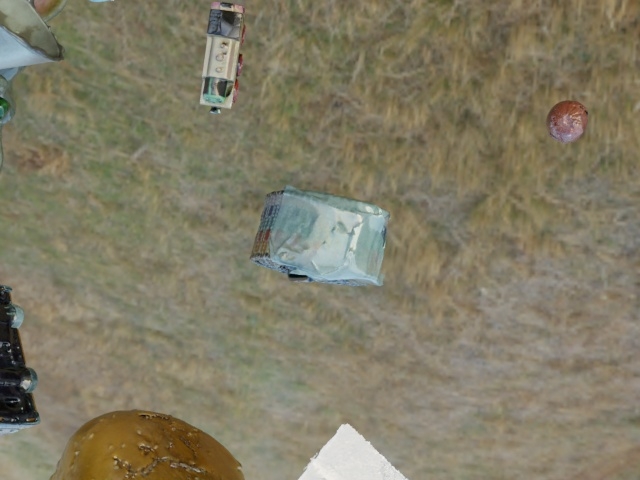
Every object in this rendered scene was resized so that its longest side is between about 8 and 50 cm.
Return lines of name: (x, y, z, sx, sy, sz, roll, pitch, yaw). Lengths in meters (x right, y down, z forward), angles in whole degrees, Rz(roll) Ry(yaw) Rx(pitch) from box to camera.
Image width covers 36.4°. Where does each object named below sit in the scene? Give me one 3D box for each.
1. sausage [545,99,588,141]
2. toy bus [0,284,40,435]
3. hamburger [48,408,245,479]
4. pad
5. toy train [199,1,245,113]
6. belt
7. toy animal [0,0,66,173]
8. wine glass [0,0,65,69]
sausage: (0.429, -0.207, 1.700, 0.076, 0.076, 0.141, 6, -172, 11)
toy bus: (-0.449, 0.162, 1.272, 0.114, 0.201, 0.098, -27, 159, 19)
hamburger: (-0.231, 0.379, 1.355, 0.284, 0.304, 0.174, 19, 118, -26)
pad: (0.061, 0.333, 1.079, 0.232, 0.156, 0.004, 45, 155, -4)
toy train: (-0.125, -0.231, 1.241, 0.050, 0.138, 0.087, 8, 180, -2)
belt: (0.000, 0.000, 1.584, 0.207, 0.150, 0.257, 14, 172, -22)
toy animal: (-0.314, -0.155, 0.859, 0.138, 0.236, 0.108, 3, 162, 27)
wine glass: (-0.320, -0.112, 0.707, 0.232, 0.156, 0.156, -41, 138, 8)
